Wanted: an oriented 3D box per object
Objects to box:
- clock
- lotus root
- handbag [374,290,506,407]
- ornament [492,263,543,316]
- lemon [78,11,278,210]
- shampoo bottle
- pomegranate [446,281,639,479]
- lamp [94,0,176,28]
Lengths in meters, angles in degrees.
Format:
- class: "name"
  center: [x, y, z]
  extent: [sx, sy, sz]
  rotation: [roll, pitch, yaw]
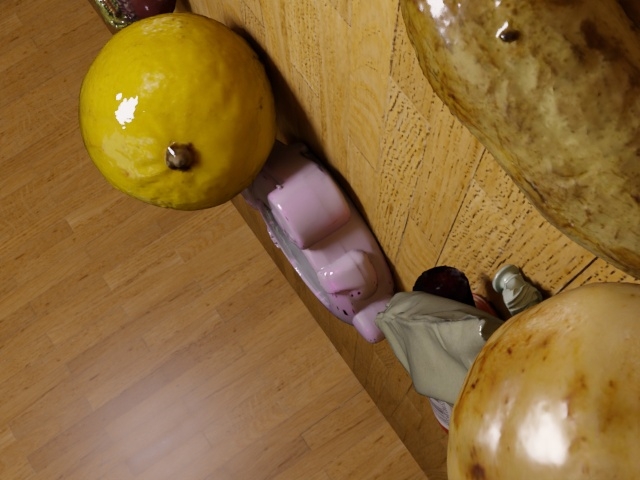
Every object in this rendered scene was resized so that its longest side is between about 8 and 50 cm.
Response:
- class: "clock"
  center: [0.000, 0.000, 1.325]
  extent: [0.322, 0.113, 0.295]
  rotation: [59, 170, -27]
- class: "lotus root"
  center: [0.123, -0.079, 0.436]
  extent: [0.258, 0.097, 0.110]
  rotation: [52, 169, -1]
- class: "handbag"
  center: [0.189, 0.156, 0.738]
  extent: [0.316, 0.109, 0.253]
  rotation: [39, 176, -15]
- class: "ornament"
  center: [0.190, 0.060, 0.747]
  extent: [0.092, 0.041, 0.068]
  rotation: [42, -172, 21]
- class: "lemon"
  center: [-0.199, -0.182, 1.187]
  extent: [0.297, 0.297, 0.297]
  rotation: [54, 171, 13]
- class: "shampoo bottle"
  center: [0.160, 0.130, 0.953]
  extent: [0.104, 0.104, 0.278]
  rotation: [49, 169, 40]
- class: "pomegranate"
  center: [0.191, 0.124, 0.502]
  extent: [0.215, 0.215, 0.215]
  rotation: [54, 171, 13]
- class: "lamp"
  center: [-0.319, -0.428, 1.402]
  extent: [0.157, 0.135, 0.156]
  rotation: [57, 171, 9]
